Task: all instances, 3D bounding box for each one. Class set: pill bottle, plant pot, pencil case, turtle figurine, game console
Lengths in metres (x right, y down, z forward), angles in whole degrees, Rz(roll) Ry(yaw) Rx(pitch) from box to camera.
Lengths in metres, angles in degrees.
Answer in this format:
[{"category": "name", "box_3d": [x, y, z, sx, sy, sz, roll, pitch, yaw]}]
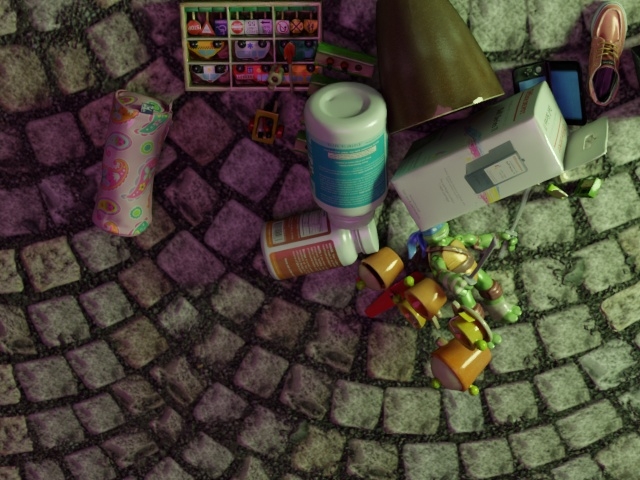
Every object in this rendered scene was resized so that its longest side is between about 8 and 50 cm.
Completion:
[{"category": "pill bottle", "box_3d": [0.000, 0.000, 1.861, 0.216, 0.121, 0.121, -12, 111, 12]}, {"category": "plant pot", "box_3d": [0.186, -0.330, 1.670, 0.215, 0.215, 0.231, -19, 93, 14]}, {"category": "pencil case", "box_3d": [-0.367, -0.152, 1.845, 0.124, 0.124, 0.284, 17, 113, 0]}, {"category": "turtle figurine", "box_3d": [0.320, 0.067, 1.811, 0.274, 0.198, 0.266, -20, 114, 18]}, {"category": "game console", "box_3d": [0.417, -0.262, 1.721, 0.107, 0.071, 0.122, -14, 111, -6]}, {"category": "pill bottle", "box_3d": [0.050, -0.144, 1.713, 0.146, 0.146, 0.264, 1, 135, 7]}]

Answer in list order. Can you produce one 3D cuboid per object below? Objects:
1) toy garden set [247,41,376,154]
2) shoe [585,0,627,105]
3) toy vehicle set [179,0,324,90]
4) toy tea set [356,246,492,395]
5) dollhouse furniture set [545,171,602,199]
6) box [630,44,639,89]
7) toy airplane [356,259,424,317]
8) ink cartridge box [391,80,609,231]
[{"category": "toy garden set", "box_3d": [-0.024, -0.253, 1.753, 0.203, 0.049, 0.244, 15, 133, 0]}, {"category": "shoe", "box_3d": [0.511, -0.331, 1.677, 0.063, 0.081, 0.178, 5, 114, 5]}, {"category": "toy vehicle set", "box_3d": [-0.126, -0.365, 1.767, 0.266, 0.035, 0.166, 1, 113, 7]}, {"category": "toy tea set", "box_3d": [0.187, 0.159, 1.812, 0.124, 0.336, 0.200, -40, 140, -14]}, {"category": "dollhouse furniture set", "box_3d": [0.447, -0.128, 1.772, 0.151, 0.058, 0.076, 31, 84, -12]}, {"category": "box", "box_3d": [0.698, -0.292, 1.625, 0.270, 0.165, 0.143, -16, 111, 14]}, {"category": "toy airplane", "box_3d": [0.137, 0.097, 1.936, 0.151, 0.028, 0.151, 2, 112, 5]}, {"category": "ink cartridge box", "box_3d": [0.321, -0.165, 1.675, 0.353, 0.207, 0.119, -23, 107, 26]}]
